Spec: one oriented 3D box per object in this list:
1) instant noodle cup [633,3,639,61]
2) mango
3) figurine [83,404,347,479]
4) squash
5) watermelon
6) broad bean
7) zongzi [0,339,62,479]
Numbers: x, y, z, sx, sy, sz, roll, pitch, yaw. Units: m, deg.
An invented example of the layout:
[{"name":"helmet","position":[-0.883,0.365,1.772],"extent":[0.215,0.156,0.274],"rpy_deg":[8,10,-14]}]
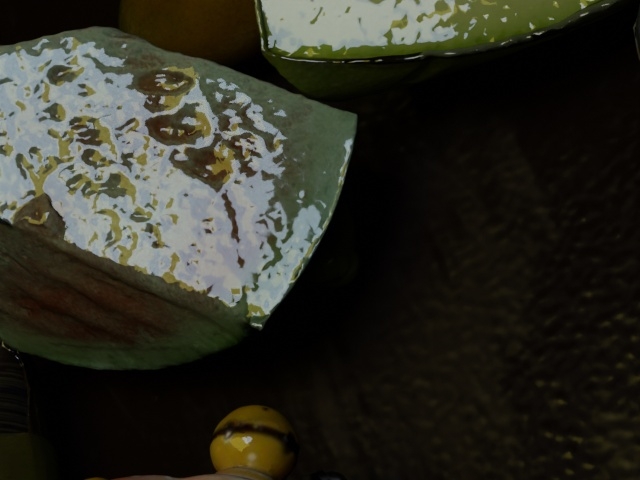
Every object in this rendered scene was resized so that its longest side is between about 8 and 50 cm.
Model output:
[{"name":"instant noodle cup","position":[0.280,-0.125,1.157],"extent":[0.177,0.125,0.208],"rpy_deg":[-4,73,33]},{"name":"mango","position":[-0.072,-0.210,1.429],"extent":[0.221,0.120,0.151],"rpy_deg":[-47,52,21]},{"name":"figurine","position":[-0.073,0.262,1.148],"extent":[0.196,0.323,0.320],"rpy_deg":[-15,66,29]},{"name":"squash","position":[0.126,-0.241,1.250],"extent":[0.309,0.210,0.234],"rpy_deg":[-14,78,35]},{"name":"watermelon","position":[-0.166,-0.050,1.343],"extent":[0.387,0.258,0.228],"rpy_deg":[2,58,46]},{"name":"broad bean","position":[0.000,0.000,1.359],"extent":[0.063,0.045,0.083],"rpy_deg":[-34,51,25]},{"name":"zongzi","position":[-0.352,0.230,1.388],"extent":[0.317,0.154,0.289],"rpy_deg":[-9,58,-11]}]
